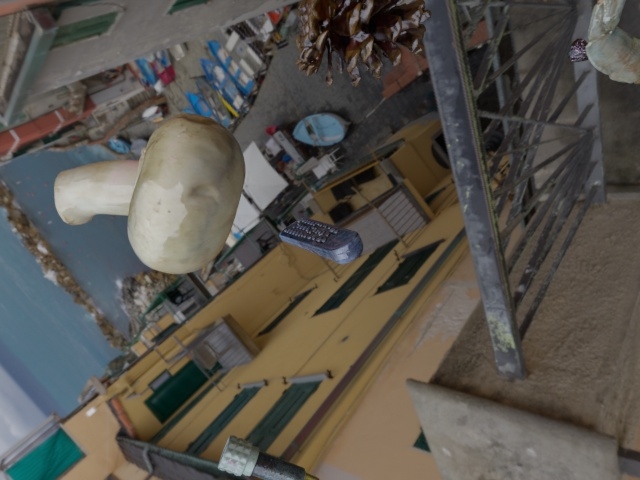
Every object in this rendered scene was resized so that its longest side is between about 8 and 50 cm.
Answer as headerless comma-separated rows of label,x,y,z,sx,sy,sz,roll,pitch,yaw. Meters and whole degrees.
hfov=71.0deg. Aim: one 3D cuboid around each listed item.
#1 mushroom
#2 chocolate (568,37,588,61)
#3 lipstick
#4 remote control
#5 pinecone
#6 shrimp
mushroom,-0.285,-0.067,0.879,0.356,0.315,0.315,-36,96,11
chocolate,0.723,-0.481,1.152,0.147,0.072,0.070,23,100,34
lipstick,-0.052,0.252,0.494,0.116,0.037,0.037,22,142,-3
remote control,-0.001,-0.001,0.518,0.027,0.043,0.152,57,164,-25
pinecone,0.116,-0.579,1.208,0.384,0.384,0.384,27,139,26
shrimp,0.520,-0.392,0.671,0.360,0.247,0.085,57,-168,-46
